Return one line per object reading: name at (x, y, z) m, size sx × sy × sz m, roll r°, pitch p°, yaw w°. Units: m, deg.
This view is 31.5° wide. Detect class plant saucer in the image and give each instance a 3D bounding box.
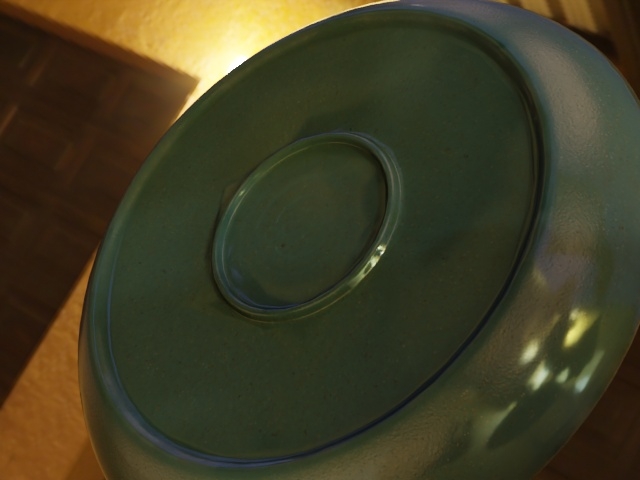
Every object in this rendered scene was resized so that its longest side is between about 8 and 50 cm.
plant saucer at (0.000, 0.000, 0.542) m, size 0.318 × 0.317 × 0.044 m, roll 21°, pitch -16°, yaw 43°
